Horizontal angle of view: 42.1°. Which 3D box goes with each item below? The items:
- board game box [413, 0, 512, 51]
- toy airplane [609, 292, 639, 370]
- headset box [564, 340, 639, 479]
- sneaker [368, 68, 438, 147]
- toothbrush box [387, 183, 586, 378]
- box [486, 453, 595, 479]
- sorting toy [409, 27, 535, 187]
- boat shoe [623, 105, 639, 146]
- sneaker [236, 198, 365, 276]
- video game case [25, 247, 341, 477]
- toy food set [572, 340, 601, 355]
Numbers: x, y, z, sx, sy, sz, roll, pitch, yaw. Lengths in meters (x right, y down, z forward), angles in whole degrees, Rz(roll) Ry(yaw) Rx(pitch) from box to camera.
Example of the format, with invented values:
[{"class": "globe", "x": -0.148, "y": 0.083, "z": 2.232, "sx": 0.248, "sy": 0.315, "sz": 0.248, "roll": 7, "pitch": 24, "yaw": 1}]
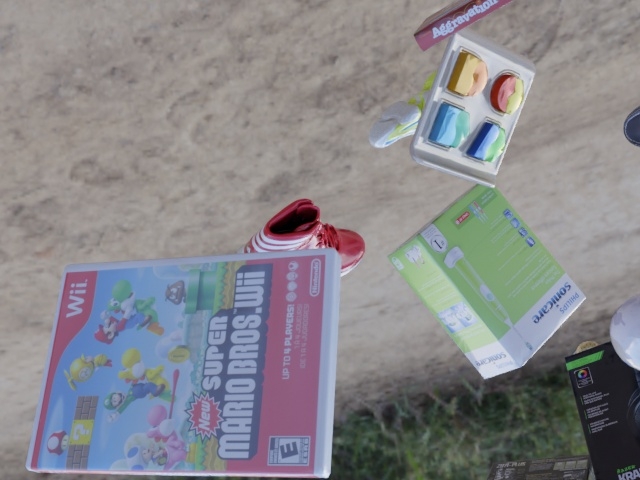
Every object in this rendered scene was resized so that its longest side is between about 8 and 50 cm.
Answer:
[{"class": "board game box", "x": 0.246, "y": -0.315, "z": 0.985, "sx": 0.281, "sy": 0.027, "sz": 0.145, "roll": -26, "pitch": -168, "yaw": 22}, {"class": "toy airplane", "x": 0.443, "y": 0.092, "z": 0.849, "sx": 0.273, "sy": 0.384, "sz": 0.386, "roll": 11, "pitch": 150, "yaw": 12}, {"class": "headset box", "x": 0.547, "y": 0.270, "z": 1.314, "sx": 0.246, "sy": 0.283, "sz": 0.131, "roll": -25, "pitch": 129, "yaw": 24}, {"class": "sneaker", "x": 0.218, "y": -0.242, "z": 1.677, "sx": 0.240, "sy": 0.091, "sz": 0.126, "roll": -38, "pitch": 123, "yaw": 6}, {"class": "toothbrush box", "x": 0.294, "y": 0.066, "z": 1.476, "sx": 0.206, "sy": 0.283, "sz": 0.122, "roll": -39, "pitch": 178, "yaw": -29}, {"class": "box", "x": 0.372, "y": 0.435, "z": 1.403, "sx": 0.180, "sy": 0.077, "sz": 0.147, "roll": -13, "pitch": -171, "yaw": 25}, {"class": "sorting toy", "x": 0.234, "y": -0.194, "z": 1.231, "sx": 0.193, "sy": 0.208, "sz": 0.038, "roll": 13, "pitch": -174, "yaw": -39}, {"class": "boat shoe", "x": 0.423, "y": -0.139, "z": 0.962, "sx": 0.065, "sy": 0.075, "sz": 0.206, "roll": -12, "pitch": -172, "yaw": -27}, {"class": "sneaker", "x": 0.000, "y": 0.000, "z": 1.203, "sx": 0.221, "sy": 0.087, "sz": 0.128, "roll": -11, "pitch": 156, "yaw": -39}, {"class": "video game case", "x": -0.124, "y": 0.111, "z": 0.764, "sx": 0.285, "sy": 0.204, "sz": 0.025, "roll": -4, "pitch": 155, "yaw": 17}, {"class": "toy food set", "x": 0.497, "y": 0.224, "z": 1.513, "sx": 0.083, "sy": 0.020, "sz": 0.083, "roll": 19, "pitch": 106, "yaw": -4}]
